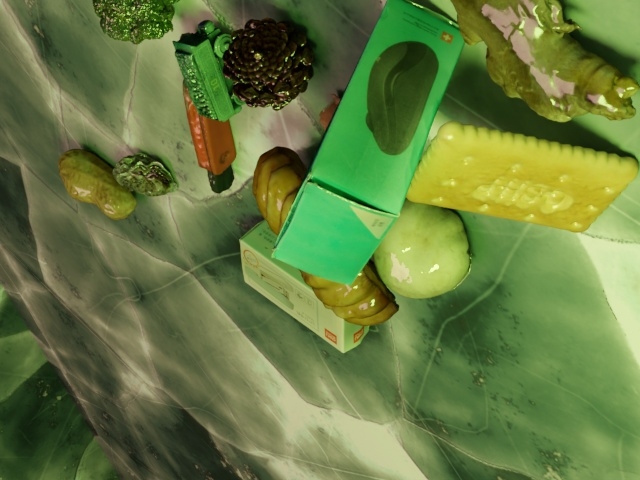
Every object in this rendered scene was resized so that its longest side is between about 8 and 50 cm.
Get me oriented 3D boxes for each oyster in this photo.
[{"bbox_3d":[-0.368,-0.134,2.140,0.177,0.064,0.125,5,145,39],"label":"oyster"}]

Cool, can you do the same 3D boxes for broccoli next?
[{"bbox_3d":[-0.295,-0.385,1.661,0.162,0.145,0.138,45,-167,34],"label":"broccoli"}]

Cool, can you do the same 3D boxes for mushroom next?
[{"bbox_3d":[0.150,0.011,1.525,0.154,0.122,0.154,4,101,21],"label":"mushroom"}]

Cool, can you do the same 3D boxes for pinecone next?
[{"bbox_3d":[-0.074,-0.257,1.513,0.140,0.140,0.121,39,171,18],"label":"pinecone"}]

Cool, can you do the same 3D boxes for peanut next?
[{"bbox_3d":[-0.497,-0.121,2.280,0.226,0.108,0.095,35,157,21],"label":"peanut"}]

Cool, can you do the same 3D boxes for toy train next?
[{"bbox_3d":[-0.176,-0.268,1.663,0.070,0.099,0.172,22,142,41],"label":"toy train"}]

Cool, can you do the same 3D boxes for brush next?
[{"bbox_3d":[-0.195,-0.215,1.786,0.051,0.070,0.323,22,141,34],"label":"brush"}]

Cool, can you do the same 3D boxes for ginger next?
[{"bbox_3d":[0.225,-0.248,1.162,0.333,0.080,0.166,52,137,9],"label":"ginger"}]

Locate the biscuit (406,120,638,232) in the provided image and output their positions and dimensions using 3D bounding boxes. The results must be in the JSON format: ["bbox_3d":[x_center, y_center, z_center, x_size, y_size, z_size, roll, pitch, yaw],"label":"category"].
[{"bbox_3d":[0.240,-0.070,1.246,0.250,0.030,0.160,11,148,-11],"label":"biscuit"}]

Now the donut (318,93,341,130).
[{"bbox_3d":[0.048,-0.131,1.554,0.117,0.065,0.166,31,148,31],"label":"donut"}]

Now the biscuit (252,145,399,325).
[{"bbox_3d":[0.000,0.000,1.596,0.325,0.107,0.326,52,-176,-5],"label":"biscuit"}]

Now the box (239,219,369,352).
[{"bbox_3d":[-0.028,0.081,1.897,0.269,0.079,0.135,34,148,26],"label":"box"}]

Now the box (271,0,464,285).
[{"bbox_3d":[0.062,-0.122,1.282,0.118,0.311,0.205,24,149,-1],"label":"box"}]
